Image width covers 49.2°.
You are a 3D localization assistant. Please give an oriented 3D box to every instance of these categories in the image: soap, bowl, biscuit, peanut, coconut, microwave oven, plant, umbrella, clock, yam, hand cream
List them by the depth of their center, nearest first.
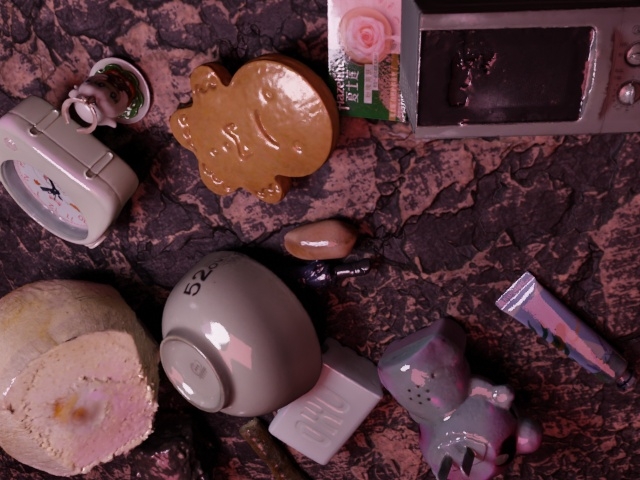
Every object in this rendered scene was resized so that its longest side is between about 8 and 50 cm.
[{"bbox_3d":[0.264,-0.244,0.944,0.295,0.237,0.181,-2,120,1],"label":"microwave oven"},{"bbox_3d":[-0.119,-0.188,1.211,0.354,0.052,0.275,-10,117,41],"label":"biscuit"},{"bbox_3d":[0.448,0.171,1.261,0.271,0.058,0.091,39,121,2],"label":"hand cream"},{"bbox_3d":[0.000,0.000,1.314,0.152,0.076,0.076,-8,116,22],"label":"peanut"},{"bbox_3d":[-0.014,0.074,1.365,0.248,0.071,0.071,-6,117,22],"label":"umbrella"},{"bbox_3d":[-0.507,-0.112,1.368,0.265,0.109,0.324,38,147,-7],"label":"clock"},{"bbox_3d":[-0.190,0.214,1.379,0.353,0.185,0.354,22,129,30],"label":"bowl"},{"bbox_3d":[-0.554,0.265,1.491,0.404,0.405,0.405,9,122,15],"label":"coconut"},{"bbox_3d":[0.014,0.350,1.503,0.159,0.087,0.265,32,125,0],"label":"soap"},{"bbox_3d":[-0.099,0.531,1.670,0.061,0.061,0.253,-26,108,31],"label":"yam"},{"bbox_3d":[-0.352,0.545,1.699,0.204,0.178,0.234,-4,112,21],"label":"plant"}]

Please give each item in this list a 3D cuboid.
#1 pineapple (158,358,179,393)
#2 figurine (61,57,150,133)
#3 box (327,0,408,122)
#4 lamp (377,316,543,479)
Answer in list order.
[{"bbox_3d":[-0.331,0.318,1.625,0.159,0.074,0.074,27,125,0],"label":"pineapple"},{"bbox_3d":[-0.398,-0.247,1.261,0.132,0.154,0.132,8,121,14],"label":"figurine"},{"bbox_3d":[0.085,-0.295,1.104,0.135,0.081,0.199,8,119,16],"label":"box"},{"bbox_3d":[0.246,0.326,1.316,0.247,0.247,0.301,-33,97,29],"label":"lamp"}]
